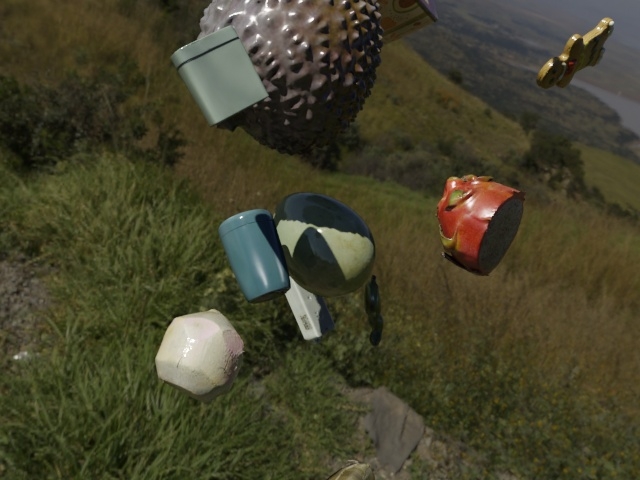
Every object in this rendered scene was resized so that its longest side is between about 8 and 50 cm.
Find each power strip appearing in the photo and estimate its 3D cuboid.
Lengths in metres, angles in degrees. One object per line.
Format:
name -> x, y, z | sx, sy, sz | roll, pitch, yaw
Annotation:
power strip -> -0.059, 0.134, 1.783 | 0.098, 0.058, 0.338 | -22, 88, -51

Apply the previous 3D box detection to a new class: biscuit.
biscuit -> 0.637, -0.452, 1.548 | 0.240, 0.158, 0.035 | -34, 57, -14

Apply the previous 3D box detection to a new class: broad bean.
broad bean -> 0.150, 0.199, 1.760 | 0.048, 0.213, 0.070 | -2, 18, 14

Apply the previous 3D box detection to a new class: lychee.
lychee -> -0.055, -0.377, 1.263 | 0.380, 0.432, 0.380 | 48, -4, 5

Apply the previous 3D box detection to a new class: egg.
egg -> 0.000, 0.000, 1.467 | 0.218, 0.218, 0.295 | -12, 55, -47

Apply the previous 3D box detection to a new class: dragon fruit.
dragon fruit -> 0.463, -0.064, 1.895 | 0.226, 0.305, 0.305 | 29, 27, 31

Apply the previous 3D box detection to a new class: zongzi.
zongzi -> 0.083, 0.549, 1.348 | 0.194, 0.197, 0.099 | -22, 82, -48

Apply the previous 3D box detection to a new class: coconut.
coconut -> -0.311, 0.297, 1.642 | 0.227, 0.227, 0.230 | 23, 67, 5

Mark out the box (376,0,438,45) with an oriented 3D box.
box -> 0.090, -0.629, 1.714 | 0.344, 0.385, 0.122 | -3, 76, -64

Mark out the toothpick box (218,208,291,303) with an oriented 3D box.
toothpick box -> -0.134, 0.037, 1.300 | 0.120, 0.120, 0.184 | -7, 73, -44

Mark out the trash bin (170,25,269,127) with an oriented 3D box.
trash bin -> -0.165, -0.271, 1.025 | 0.116, 0.129, 0.059 | -33, 13, -20
